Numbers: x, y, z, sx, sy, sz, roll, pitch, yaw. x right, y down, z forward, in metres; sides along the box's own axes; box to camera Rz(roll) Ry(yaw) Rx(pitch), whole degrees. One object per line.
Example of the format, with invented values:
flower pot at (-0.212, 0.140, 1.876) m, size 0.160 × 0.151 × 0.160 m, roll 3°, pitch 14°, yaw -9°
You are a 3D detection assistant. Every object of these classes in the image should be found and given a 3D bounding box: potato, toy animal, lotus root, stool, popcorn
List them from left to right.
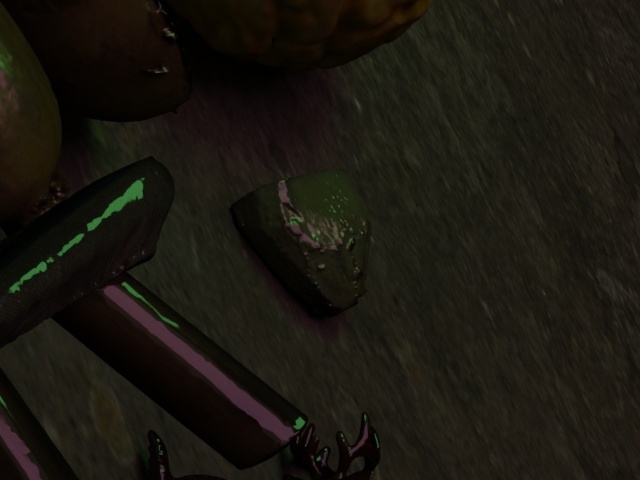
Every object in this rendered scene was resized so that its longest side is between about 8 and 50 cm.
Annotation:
lotus root at (-0.297, -0.123, 1.393) m, size 0.342 × 0.151 × 0.169 m, roll 52°, pitch 32°, yaw -9°
stool at (-0.205, 0.132, 1.173) m, size 0.226 × 0.310 × 0.310 m, roll 55°, pitch 36°, yaw -8°
potato at (-0.241, -0.208, 1.519) m, size 0.116 × 0.239 × 0.299 m, roll -35°, pitch 100°, yaw -17°
toy animal at (-0.036, 0.234, 1.508) m, size 0.243 × 0.087 × 0.260 m, roll 31°, pitch 45°, yaw -37°
popcorn at (-0.017, -0.360, 1.769) m, size 0.390 × 0.354 × 0.344 m, roll 37°, pitch 20°, yaw -27°
lotus root at (0.003, -0.002, 1.757) m, size 0.143 × 0.070 × 0.144 m, roll -27°, pitch 86°, yaw -56°
